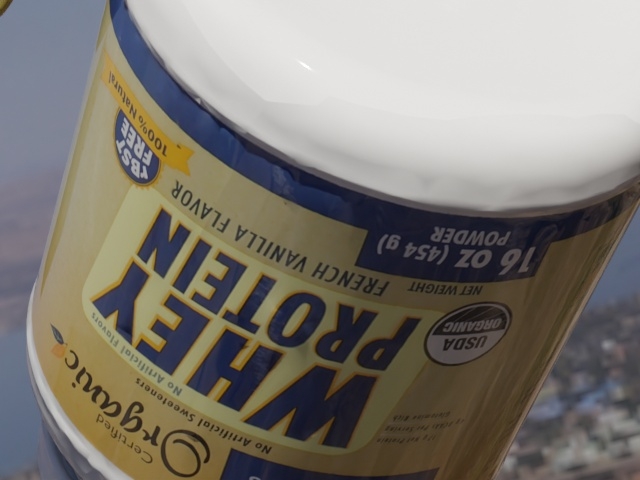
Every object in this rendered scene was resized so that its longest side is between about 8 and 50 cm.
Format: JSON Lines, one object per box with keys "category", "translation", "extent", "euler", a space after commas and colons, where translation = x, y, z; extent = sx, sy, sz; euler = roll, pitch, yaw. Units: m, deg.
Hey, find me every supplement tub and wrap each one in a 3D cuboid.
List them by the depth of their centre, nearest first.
{"category": "supplement tub", "translation": [0.000, 0.000, 0.801], "extent": [0.228, 0.228, 0.316], "euler": [-19, -36, -36]}

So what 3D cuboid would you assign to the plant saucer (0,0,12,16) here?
{"category": "plant saucer", "translation": [-0.275, -0.300, 0.939], "extent": [0.333, 0.332, 0.081], "euler": [11, 22, -29]}
